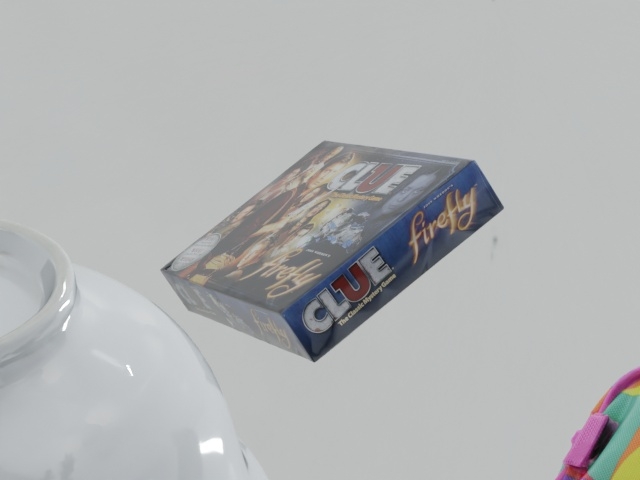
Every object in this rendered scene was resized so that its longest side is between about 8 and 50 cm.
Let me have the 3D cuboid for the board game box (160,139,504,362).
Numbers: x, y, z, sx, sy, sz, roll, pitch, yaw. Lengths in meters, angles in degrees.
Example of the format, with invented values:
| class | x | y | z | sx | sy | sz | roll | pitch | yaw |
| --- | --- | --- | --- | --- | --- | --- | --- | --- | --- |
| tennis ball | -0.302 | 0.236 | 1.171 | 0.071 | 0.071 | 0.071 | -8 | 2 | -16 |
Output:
| class | x | y | z | sx | sy | sz | roll | pitch | yaw |
| --- | --- | --- | --- | --- | --- | --- | --- | --- | --- |
| board game box | 0.000 | 0.000 | 1.229 | 0.165 | 0.243 | 0.042 | -39 | -71 | -16 |

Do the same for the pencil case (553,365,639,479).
| class | x | y | z | sx | sy | sz | roll | pitch | yaw |
| --- | --- | --- | --- | --- | --- | --- | --- | --- | --- |
| pencil case | 0.193 | 0.142 | 0.756 | 0.104 | 0.104 | 0.236 | -43 | -54 | 9 |

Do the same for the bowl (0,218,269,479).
| class | x | y | z | sx | sy | sz | roll | pitch | yaw |
| --- | --- | --- | --- | --- | --- | --- | --- | --- | --- |
| bowl | -0.165 | 0.078 | 0.735 | 0.298 | 0.298 | 0.134 | 1 | -64 | 5 |
